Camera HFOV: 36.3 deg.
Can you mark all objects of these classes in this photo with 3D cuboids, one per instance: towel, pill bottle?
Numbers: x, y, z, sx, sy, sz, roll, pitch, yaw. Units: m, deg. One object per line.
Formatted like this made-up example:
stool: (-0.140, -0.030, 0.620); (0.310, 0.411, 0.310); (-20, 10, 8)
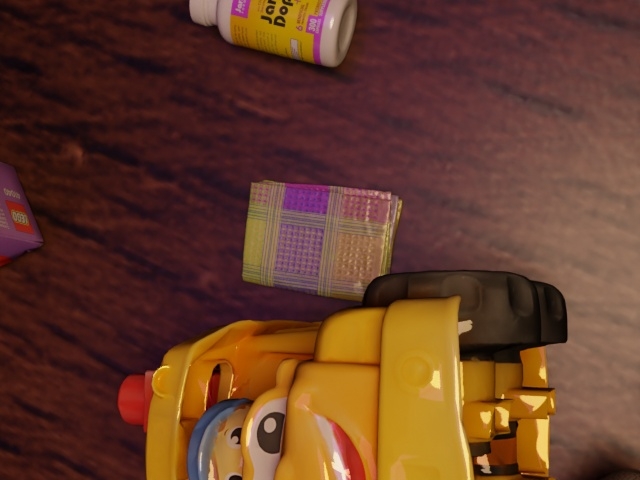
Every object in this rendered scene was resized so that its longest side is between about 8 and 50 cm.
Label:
towel: (0.000, 0.000, 0.525); (0.083, 0.009, 0.060); (7, 91, 13)
pill bottle: (-0.025, -0.121, 0.516); (0.083, 0.043, 0.043); (15, 92, 12)

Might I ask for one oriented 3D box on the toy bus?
toy bus: (-0.003, 0.087, 0.424); (0.211, 0.220, 0.150); (1, 85, 18)

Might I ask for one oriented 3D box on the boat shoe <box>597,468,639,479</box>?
boat shoe: (0.191, 0.260, 0.423); (0.116, 0.123, 0.324); (-31, 81, 12)

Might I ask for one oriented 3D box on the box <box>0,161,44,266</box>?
box: (-0.290, 0.007, 0.441); (0.200, 0.293, 0.057); (-28, 77, 9)
